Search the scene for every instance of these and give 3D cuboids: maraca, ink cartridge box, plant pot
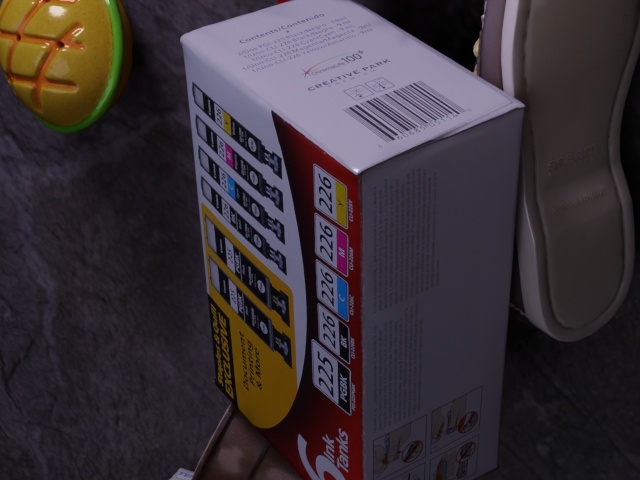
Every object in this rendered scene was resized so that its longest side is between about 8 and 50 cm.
[{"bbox_3d":[-0.209,-0.176,1.117,0.127,0.099,0.186,-24,78,34],"label":"maraca"},{"bbox_3d":[0.000,0.000,0.983,0.272,0.130,0.309,40,143,43],"label":"ink cartridge box"},{"bbox_3d":[-0.001,0.186,1.169,0.165,0.167,0.167,30,131,6],"label":"plant pot"}]

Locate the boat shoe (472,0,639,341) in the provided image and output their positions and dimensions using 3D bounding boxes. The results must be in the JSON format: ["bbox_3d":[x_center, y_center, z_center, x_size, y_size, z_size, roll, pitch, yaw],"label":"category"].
[{"bbox_3d":[0.143,-0.095,0.914,0.096,0.116,0.324,30,132,52],"label":"boat shoe"}]

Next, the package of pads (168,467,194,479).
[{"bbox_3d":[-0.039,0.378,1.351,0.229,0.101,0.296,10,124,32],"label":"package of pads"}]
